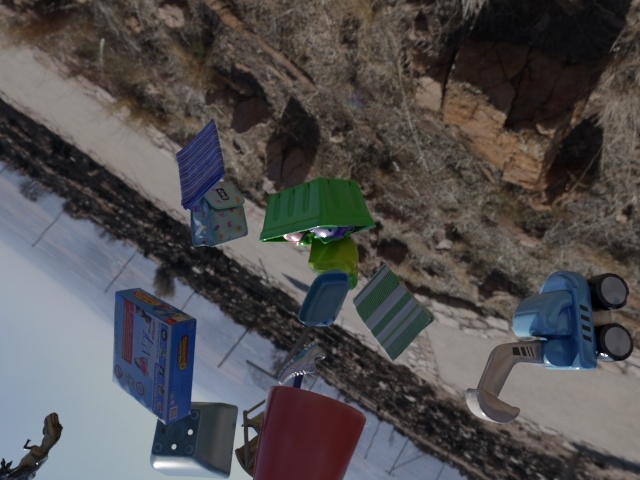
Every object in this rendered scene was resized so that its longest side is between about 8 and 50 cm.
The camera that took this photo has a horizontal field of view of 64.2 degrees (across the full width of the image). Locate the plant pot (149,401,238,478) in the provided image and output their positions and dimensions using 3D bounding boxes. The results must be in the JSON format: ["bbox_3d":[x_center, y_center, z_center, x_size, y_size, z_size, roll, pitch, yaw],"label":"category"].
[{"bbox_3d":[-0.443,0.658,1.724,0.247,0.248,0.252,0,153,8],"label":"plant pot"}]

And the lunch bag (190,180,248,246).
[{"bbox_3d":[-0.439,-0.122,2.181,0.160,0.223,0.262,1,102,33],"label":"lunch bag"}]

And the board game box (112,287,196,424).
[{"bbox_3d":[-0.501,0.332,1.518,0.301,0.086,0.308,18,107,38],"label":"board game box"}]

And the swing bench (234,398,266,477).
[{"bbox_3d":[-0.221,0.817,2.150,0.165,0.255,0.253,18,-170,23],"label":"swing bench"}]

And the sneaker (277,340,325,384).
[{"bbox_3d":[-0.062,0.435,1.759,0.083,0.190,0.071,43,161,21],"label":"sneaker"}]

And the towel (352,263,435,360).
[{"bbox_3d":[0.281,0.283,2.071,0.038,0.248,0.325,23,-158,-49],"label":"towel"}]

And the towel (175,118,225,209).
[{"bbox_3d":[-0.482,-0.303,2.015,0.040,0.243,0.336,28,-147,-44],"label":"towel"}]

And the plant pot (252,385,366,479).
[{"bbox_3d":[-0.041,0.525,1.272,0.274,0.243,0.275,14,153,7],"label":"plant pot"}]

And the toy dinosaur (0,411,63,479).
[{"bbox_3d":[-0.621,0.478,1.023,0.064,0.268,0.118,29,168,20],"label":"toy dinosaur"}]

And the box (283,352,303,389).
[{"bbox_3d":[-0.102,0.540,2.053,0.036,0.225,0.136,25,146,-13],"label":"box"}]

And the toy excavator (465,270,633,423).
[{"bbox_3d":[0.634,0.298,1.480,0.445,0.433,0.222,4,166,-9],"label":"toy excavator"}]

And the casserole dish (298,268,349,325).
[{"bbox_3d":[0.014,0.156,1.333,0.114,0.188,0.037,-5,133,33],"label":"casserole dish"}]

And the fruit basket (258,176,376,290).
[{"bbox_3d":[0.000,0.000,1.721,0.282,0.392,0.392,0,-173,-41],"label":"fruit basket"}]
